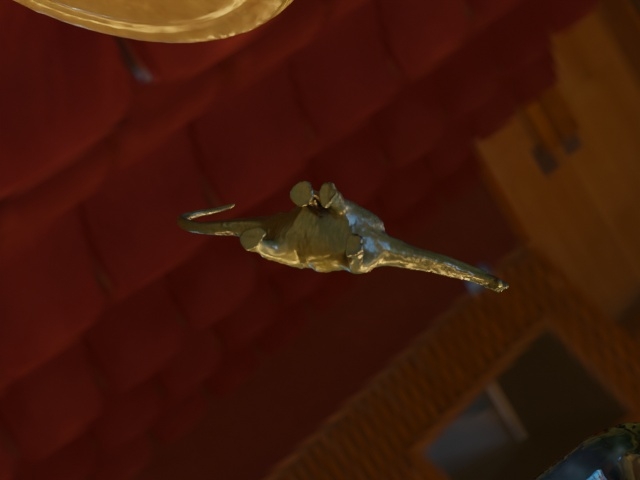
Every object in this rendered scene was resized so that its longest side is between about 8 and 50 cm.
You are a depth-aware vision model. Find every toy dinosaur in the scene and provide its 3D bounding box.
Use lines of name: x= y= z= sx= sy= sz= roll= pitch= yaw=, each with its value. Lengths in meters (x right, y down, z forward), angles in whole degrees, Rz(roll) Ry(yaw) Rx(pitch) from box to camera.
toy dinosaur: x=0.000 y=-0.003 z=1.945 sx=0.363 sy=0.076 sz=0.147 roll=10 pitch=167 yaw=24

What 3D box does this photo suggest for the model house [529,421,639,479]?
model house: x=0.223 y=0.239 z=1.214 sx=0.298 sy=0.243 sz=0.284 roll=-38 pitch=177 yaw=-26

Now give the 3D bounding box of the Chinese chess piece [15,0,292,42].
Chinese chess piece: x=-0.146 y=-0.275 z=1.385 sx=0.338 sy=0.338 sz=0.140 roll=-20 pitch=-134 yaw=51
